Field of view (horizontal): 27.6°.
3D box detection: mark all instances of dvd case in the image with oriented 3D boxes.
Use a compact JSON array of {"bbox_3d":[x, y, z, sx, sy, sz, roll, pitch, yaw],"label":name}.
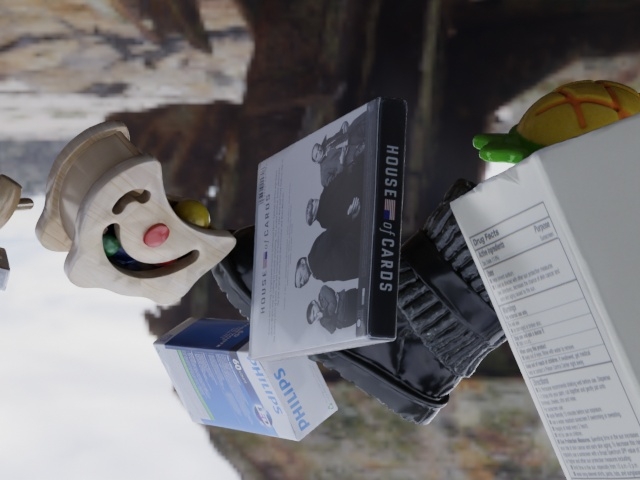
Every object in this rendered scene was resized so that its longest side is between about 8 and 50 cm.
[{"bbox_3d":[0.000,0.000,1.032,0.030,0.179,0.239,7,169,-22],"label":"dvd case"}]

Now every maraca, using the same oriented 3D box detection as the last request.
[{"bbox_3d":[0.205,-0.075,1.034,0.186,0.099,0.127,-14,-156,-41],"label":"maraca"}]

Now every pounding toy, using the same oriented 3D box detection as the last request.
[{"bbox_3d":[-0.220,-0.050,1.324,0.269,0.154,0.155,18,-158,-51],"label":"pounding toy"}]

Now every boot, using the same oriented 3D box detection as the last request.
[{"bbox_3d":[0.076,0.024,1.469,0.348,0.260,0.131,32,-154,-11],"label":"boot"}]

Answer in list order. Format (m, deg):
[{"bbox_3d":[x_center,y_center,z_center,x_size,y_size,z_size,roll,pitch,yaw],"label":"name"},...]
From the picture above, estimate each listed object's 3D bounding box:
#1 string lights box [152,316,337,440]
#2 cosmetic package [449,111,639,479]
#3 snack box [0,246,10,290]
[{"bbox_3d":[-0.105,0.178,1.710,0.077,0.133,0.260,-35,-161,-32],"label":"string lights box"},{"bbox_3d":[0.215,0.075,0.823,0.129,0.296,0.153,-22,177,-17],"label":"cosmetic package"},{"bbox_3d":[-0.317,0.019,1.180,0.064,0.022,0.178,12,-178,-16],"label":"snack box"}]
